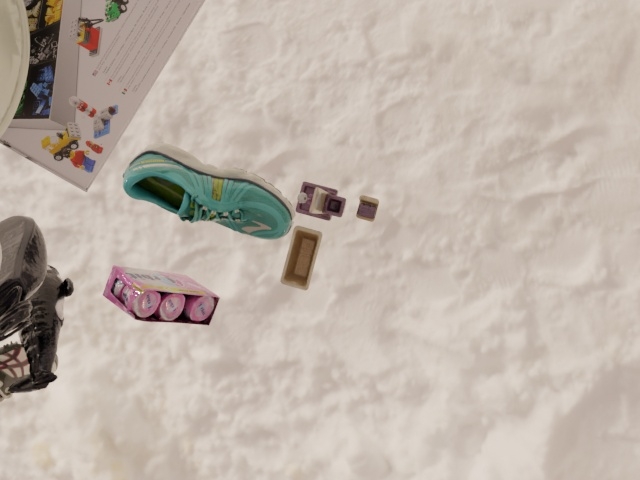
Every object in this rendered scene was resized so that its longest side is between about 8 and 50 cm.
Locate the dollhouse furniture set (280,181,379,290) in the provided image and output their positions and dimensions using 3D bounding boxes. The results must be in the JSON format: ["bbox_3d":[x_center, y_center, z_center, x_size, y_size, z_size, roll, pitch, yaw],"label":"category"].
[{"bbox_3d":[0.000,0.000,0.871,0.090,0.081,0.114,16,93,14],"label":"dollhouse furniture set"}]

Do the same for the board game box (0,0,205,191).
[{"bbox_3d":[-0.261,-0.232,0.921,0.193,0.053,0.305,32,97,-17],"label":"board game box"}]

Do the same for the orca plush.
[{"bbox_3d":[-0.530,0.137,1.498,0.151,0.287,0.102,-28,134,30],"label":"orca plush"}]

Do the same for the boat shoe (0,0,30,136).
[{"bbox_3d":[-0.352,-0.235,0.778,0.099,0.116,0.320,-8,89,38],"label":"boat shoe"}]

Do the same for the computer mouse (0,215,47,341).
[{"bbox_3d":[-0.445,0.071,1.168,0.188,0.272,0.072,-25,126,13],"label":"computer mouse"}]

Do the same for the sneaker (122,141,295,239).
[{"bbox_3d":[-0.176,-0.057,1.307,0.275,0.110,0.107,19,122,1],"label":"sneaker"}]

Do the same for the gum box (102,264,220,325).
[{"bbox_3d":[-0.292,0.101,1.528,0.107,0.188,0.062,28,100,39],"label":"gum box"}]

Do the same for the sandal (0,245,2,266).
[{"bbox_3d":[-0.558,-0.051,1.121,0.169,0.102,0.416,-47,68,3],"label":"sandal"}]

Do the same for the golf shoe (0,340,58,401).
[{"bbox_3d":[-0.581,0.245,1.515,0.105,0.273,0.120,-32,66,19],"label":"golf shoe"}]
